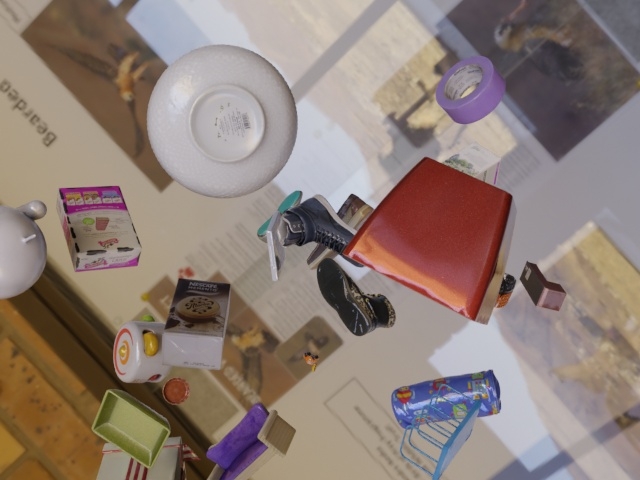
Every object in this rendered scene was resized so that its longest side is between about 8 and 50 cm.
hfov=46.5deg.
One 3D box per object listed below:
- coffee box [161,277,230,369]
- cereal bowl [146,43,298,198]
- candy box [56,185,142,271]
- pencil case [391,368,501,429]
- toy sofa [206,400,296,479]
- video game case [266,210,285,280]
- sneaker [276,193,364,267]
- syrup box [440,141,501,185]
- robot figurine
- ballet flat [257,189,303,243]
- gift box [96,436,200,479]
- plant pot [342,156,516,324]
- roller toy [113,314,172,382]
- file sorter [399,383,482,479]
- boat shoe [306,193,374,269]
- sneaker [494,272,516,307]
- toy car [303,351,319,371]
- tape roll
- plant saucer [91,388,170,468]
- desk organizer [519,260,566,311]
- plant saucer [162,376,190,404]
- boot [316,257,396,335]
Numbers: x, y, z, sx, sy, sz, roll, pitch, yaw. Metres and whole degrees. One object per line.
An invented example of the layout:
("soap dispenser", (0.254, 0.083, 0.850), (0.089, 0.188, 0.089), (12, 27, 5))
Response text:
("coffee box", (-0.360, 0.240, 2.189), (0.168, 0.119, 0.297), (5, -153, -5))
("cereal bowl", (-0.208, -0.255, 1.610), (0.339, 0.339, 0.141), (45, 180, -14))
("candy box", (-0.560, -0.033, 1.872), (0.159, 0.071, 0.233), (-5, -132, -30))
("pencil case", (0.348, 0.447, 2.060), (0.119, 0.306, 0.133), (-69, -39, -64))
("toy sofa", (-0.267, 0.737, 2.572), (0.177, 0.362, 0.150), (41, -154, -4))
("video game case", (-0.119, 0.012, 2.004), (0.157, 0.019, 0.143), (-77, -18, -67))
("sneaker", (-0.001, 0.001, 1.757), (0.163, 0.086, 0.226), (-25, -117, -42))
("syrup box", (0.339, -0.145, 1.876), (0.093, 0.237, 0.096), (42, 151, 33))
("robot figurine", (-0.724, 0.025, 1.628), (0.200, 0.300, 0.353), (47, 155, -27))
("ballet flat", (-0.124, -0.077, 2.488), (0.068, 0.213, 0.072), (41, -175, -37))
("gift box", (-0.483, 0.721, 2.119), (0.276, 0.255, 0.258), (0, -160, -7))
("plant pot", (0.240, -0.005, 1.424), (0.267, 0.236, 0.267), (28, -178, 19))
("roller toy", (-0.552, 0.346, 2.303), (0.146, 0.191, 0.209), (7, -165, -37))
("file sorter", (0.267, 0.424, 1.668), (0.104, 0.118, 0.170), (27, -140, 24))
("boat shoe", (0.044, -0.025, 2.175), (0.092, 0.285, 0.103), (51, -143, 13))
("sneaker", (0.406, 0.108, 1.946), (0.262, 0.099, 0.121), (9, -163, -43))
("toy car", (-0.040, 0.435, 2.649), (0.060, 0.040, 0.122), (16, -171, 3))
("tape roll", (0.434, -0.436, 2.159), (0.080, 0.189, 0.189), (37, -166, -37))
("plant saucer", (-0.468, 0.464, 1.872), (0.188, 0.188, 0.045), (33, -143, 3))
("desk organizer", (0.460, 0.094, 1.545), (0.050, 0.047, 0.130), (14, -158, -7))
("plant saucer", (-0.443, 0.462, 2.287), (0.083, 0.083, 0.013), (46, 160, -11))
("boot", (0.099, 0.152, 2.028), (0.178, 0.085, 0.236), (3, -131, -56))
